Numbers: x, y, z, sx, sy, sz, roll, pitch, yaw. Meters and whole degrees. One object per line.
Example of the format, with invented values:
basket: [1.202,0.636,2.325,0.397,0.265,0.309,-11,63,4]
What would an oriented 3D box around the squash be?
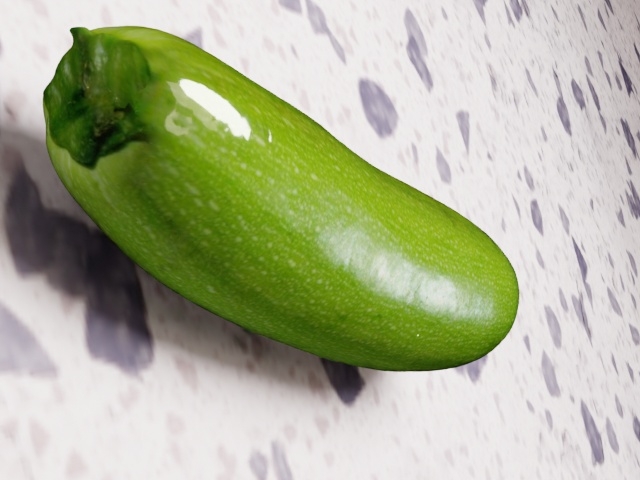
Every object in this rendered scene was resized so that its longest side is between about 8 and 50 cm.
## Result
squash: [-0.001,0.002,0.444,0.292,0.082,0.082,26,50,-55]
